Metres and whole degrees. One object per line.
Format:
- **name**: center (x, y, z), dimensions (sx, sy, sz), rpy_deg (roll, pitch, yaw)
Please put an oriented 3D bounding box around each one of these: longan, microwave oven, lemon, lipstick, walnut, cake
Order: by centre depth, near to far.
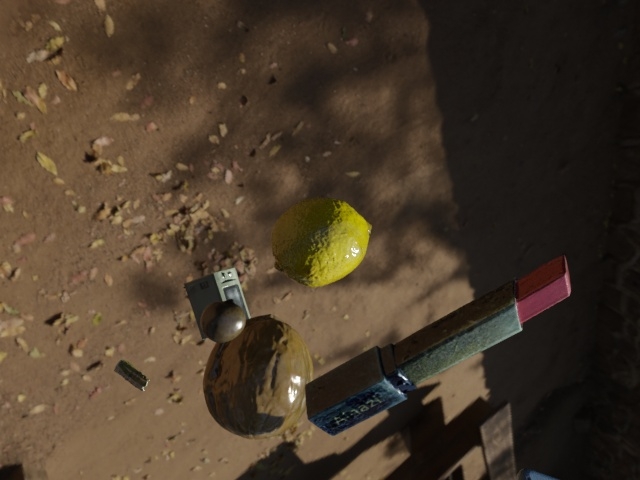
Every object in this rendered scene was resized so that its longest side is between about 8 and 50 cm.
- **lipstick**: center (0.122, 0.113, 0.597), dimensions (0.312, 0.051, 0.051), rpy_deg (-33, 123, 19)
- **longan**: center (-0.236, 0.193, 1.391), dimensions (0.113, 0.113, 0.092), rpy_deg (-37, 160, -12)
- **walnut**: center (-0.161, 0.362, 1.537), dimensions (0.333, 0.333, 0.332), rpy_deg (-22, 132, -26)
- **lemon**: center (0.000, 0.000, 1.739), dimensions (0.322, 0.268, 0.268), rpy_deg (-31, 136, -8)
- **cake**: center (-0.619, 0.452, 1.903), dimensions (0.051, 0.140, 0.055), rpy_deg (-57, 157, -11)
- **microwave oven**: center (-0.342, 0.211, 1.939), dimensions (0.163, 0.204, 0.129), rpy_deg (-19, 178, 32)

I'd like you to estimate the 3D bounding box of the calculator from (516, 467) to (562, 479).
- **calculator**: center (0.467, 0.524, 1.113), dimensions (0.210, 0.121, 0.039), rpy_deg (20, 130, -5)
